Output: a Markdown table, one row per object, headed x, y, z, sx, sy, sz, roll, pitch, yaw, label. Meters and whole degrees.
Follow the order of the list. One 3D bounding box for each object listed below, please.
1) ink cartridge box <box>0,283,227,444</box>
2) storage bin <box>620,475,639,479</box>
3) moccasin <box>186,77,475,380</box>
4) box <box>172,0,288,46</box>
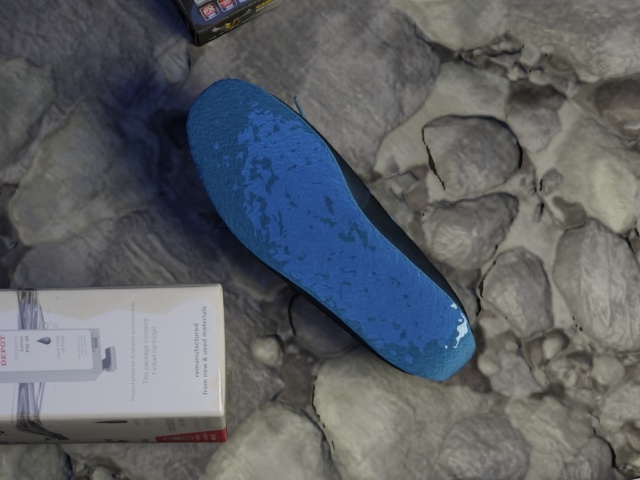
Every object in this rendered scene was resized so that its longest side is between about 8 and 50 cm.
| x | y | z | sx | sy | sz | roll | pitch | yaw | label |
| --- | --- | --- | --- | --- | --- | --- | --- | --- | --- |
| -0.224 | 0.113 | 1.657 | 0.283 | 0.207 | 0.117 | -1 | 78 | -2 | ink cartridge box |
| 0.227 | 0.267 | 1.692 | 0.180 | 0.122 | 0.084 | -13 | 81 | -5 | storage bin |
| 0.000 | 0.000 | 1.739 | 0.138 | 0.117 | 0.342 | -38 | 88 | 4 | moccasin |
| -0.061 | -0.320 | 1.819 | 0.231 | 0.056 | 0.183 | -27 | 83 | -7 | box |
